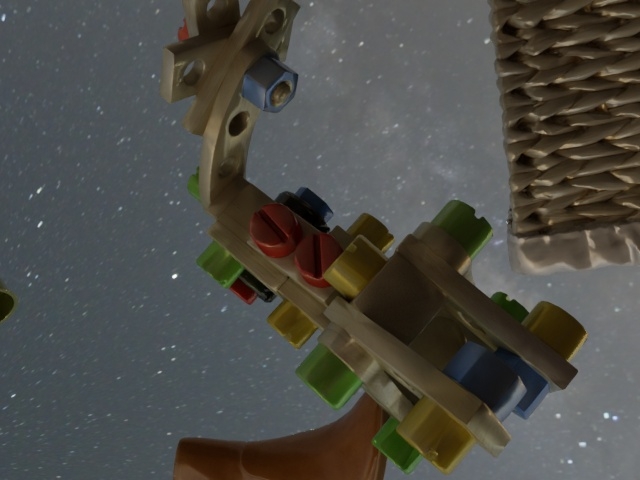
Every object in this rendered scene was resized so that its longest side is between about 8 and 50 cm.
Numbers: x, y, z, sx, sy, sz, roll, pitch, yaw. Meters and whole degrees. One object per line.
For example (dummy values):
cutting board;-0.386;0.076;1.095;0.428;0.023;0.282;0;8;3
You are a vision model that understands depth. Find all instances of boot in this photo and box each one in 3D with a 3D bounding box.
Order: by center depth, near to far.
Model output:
boot;-0.046;0.235;0.781;0.211;0.295;0.104;15;-142;3

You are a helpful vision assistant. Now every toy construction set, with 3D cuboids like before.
toy construction set;0.000;0.000;0.454;0.151;0.215;0.328;-35;-115;-1

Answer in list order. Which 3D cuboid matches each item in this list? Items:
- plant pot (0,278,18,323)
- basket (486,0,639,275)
plant pot;-0.312;0.031;0.649;0.083;0.083;0.079;-12;-117;-32
basket;0.321;-0.155;0.688;0.331;0.328;0.267;-51;-50;-65
